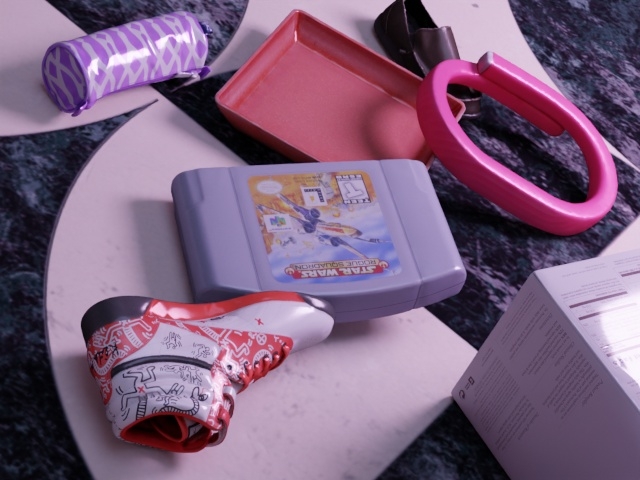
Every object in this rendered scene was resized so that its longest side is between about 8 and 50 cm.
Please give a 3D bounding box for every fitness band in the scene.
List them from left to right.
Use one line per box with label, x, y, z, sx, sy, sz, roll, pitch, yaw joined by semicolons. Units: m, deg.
fitness band;0.250;-0.124;1.809;0.290;0.054;0.209;29;45;-17

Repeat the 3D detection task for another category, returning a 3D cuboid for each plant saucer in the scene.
plant saucer;0.024;-0.155;1.770;0.258;0.048;0.259;30;41;3

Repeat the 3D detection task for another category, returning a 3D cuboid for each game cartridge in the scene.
game cartridge;0.000;0.000;1.551;0.297;0.062;0.198;-4;45;-16

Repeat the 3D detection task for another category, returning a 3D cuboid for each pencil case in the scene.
pencil case;-0.223;-0.207;1.669;0.206;0.086;0.088;-23;88;-40

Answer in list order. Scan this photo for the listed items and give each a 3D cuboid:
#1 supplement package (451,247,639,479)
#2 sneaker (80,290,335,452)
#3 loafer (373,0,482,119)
supplement package;0.312;0.176;1.462;0.198;0.199;0.263;-10;53;-36
sneaker;-0.092;0.130;1.386;0.270;0.090;0.145;1;55;-32
loafer;0.145;-0.248;1.906;0.080;0.078;0.220;-12;54;-37
